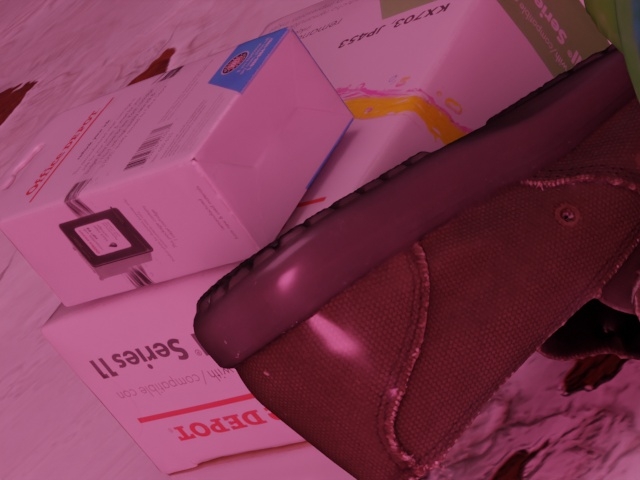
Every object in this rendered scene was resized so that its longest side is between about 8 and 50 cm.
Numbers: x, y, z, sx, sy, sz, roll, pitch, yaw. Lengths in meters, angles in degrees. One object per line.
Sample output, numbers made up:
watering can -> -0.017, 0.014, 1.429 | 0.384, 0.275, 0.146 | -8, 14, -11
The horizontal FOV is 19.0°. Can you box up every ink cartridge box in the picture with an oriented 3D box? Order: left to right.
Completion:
ink cartridge box -> -0.083, -0.030, 0.936 | 0.180, 0.060, 0.104 | -15, 32, 43
ink cartridge box -> 0.000, 0.000, 0.995 | 0.207, 0.119, 0.353 | -17, 30, 40

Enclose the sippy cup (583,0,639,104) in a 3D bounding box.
sippy cup -> 0.263, -0.114, 0.703 | 0.224, 0.305, 0.240 | -40, -11, -36

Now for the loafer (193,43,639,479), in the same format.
loafer -> 0.119, -0.006, 0.841 | 0.366, 0.130, 0.134 | -30, 0, -21
